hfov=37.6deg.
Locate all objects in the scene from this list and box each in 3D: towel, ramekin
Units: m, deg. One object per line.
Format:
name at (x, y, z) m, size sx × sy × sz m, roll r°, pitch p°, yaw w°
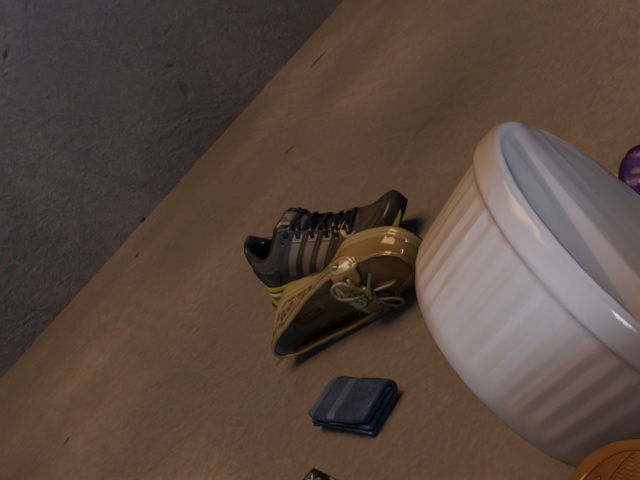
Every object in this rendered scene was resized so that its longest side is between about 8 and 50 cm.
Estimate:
towel at (0.037, 0.184, 1.063) m, size 0.067 × 0.029 × 0.119 m, roll -54°, pitch 21°, yaw -24°
ramekin at (0.190, 0.047, 0.698) m, size 0.127 × 0.273 × 0.273 m, roll -49°, pitch 16°, yaw 26°

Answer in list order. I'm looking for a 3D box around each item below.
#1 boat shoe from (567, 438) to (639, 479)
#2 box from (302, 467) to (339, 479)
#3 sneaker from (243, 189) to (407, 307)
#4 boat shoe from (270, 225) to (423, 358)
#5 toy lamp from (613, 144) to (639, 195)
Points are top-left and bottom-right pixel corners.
boat shoe at (0.176, 0.251, 0.525) m, size 0.098 × 0.096 × 0.277 m, roll -25°, pitch 38°, yaw 46°
box at (-0.012, 0.316, 0.877) m, size 0.190 × 0.045 × 0.184 m, roll -51°, pitch 22°, yaw -18°
sneaker at (0.000, 0.000, 1.373) m, size 0.300 × 0.121 × 0.111 m, roll -31°, pitch 24°, yaw 35°
boat shoe at (0.034, 0.075, 1.204) m, size 0.285 × 0.104 × 0.089 m, roll -39°, pitch 22°, yaw 47°
toy lamp at (0.282, -0.050, 0.977) m, size 0.080 × 0.080 × 0.275 m, roll -52°, pitch 19°, yaw -20°
